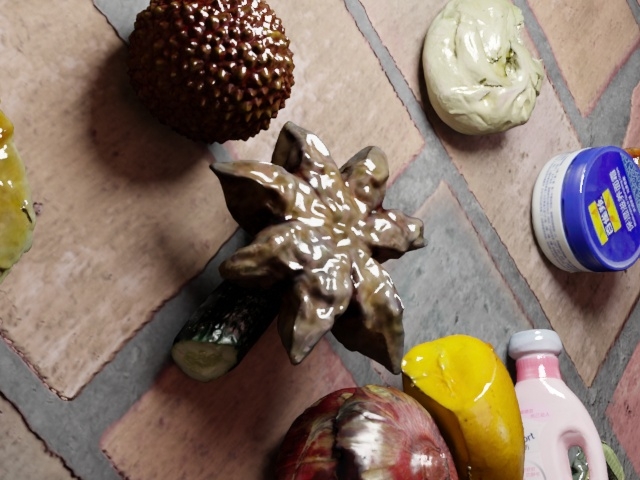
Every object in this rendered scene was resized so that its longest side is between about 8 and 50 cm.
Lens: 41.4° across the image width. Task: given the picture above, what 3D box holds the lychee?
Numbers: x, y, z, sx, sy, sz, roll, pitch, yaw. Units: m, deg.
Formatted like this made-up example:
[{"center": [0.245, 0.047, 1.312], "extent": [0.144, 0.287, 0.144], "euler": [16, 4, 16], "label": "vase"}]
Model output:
[{"center": [-0.113, -0.193, 0.907], "extent": [0.188, 0.188, 0.188], "euler": [5, 81, -40], "label": "lychee"}]

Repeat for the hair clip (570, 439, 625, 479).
[{"center": [0.393, 0.465, 1.314], "extent": [0.138, 0.091, 0.321], "euler": [50, 46, -20], "label": "hair clip"}]

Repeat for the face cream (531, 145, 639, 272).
[{"center": [0.443, -0.049, 1.397], "extent": [0.206, 0.111, 0.206], "euler": [5, 82, -39], "label": "face cream"}]

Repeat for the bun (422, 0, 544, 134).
[{"center": [0.254, -0.264, 1.260], "extent": [0.210, 0.116, 0.237], "euler": [39, 63, -31], "label": "bun"}]

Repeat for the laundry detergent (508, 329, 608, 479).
[{"center": [0.332, 0.299, 1.241], "extent": [0.088, 0.159, 0.335], "euler": [41, 44, -60], "label": "laundry detergent"}]

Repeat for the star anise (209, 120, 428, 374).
[{"center": [0.016, 0.010, 0.945], "extent": [0.315, 0.108, 0.315], "euler": [19, 51, -25], "label": "star anise"}]

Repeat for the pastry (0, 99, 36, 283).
[{"center": [-0.395, -0.049, 0.675], "extent": [0.329, 0.136, 0.330], "euler": [4, 83, -41], "label": "pastry"}]

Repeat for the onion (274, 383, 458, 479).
[{"center": [0.064, 0.289, 0.990], "extent": [0.246, 0.190, 0.246], "euler": [27, 50, -37], "label": "onion"}]

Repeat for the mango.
[{"center": [0.207, 0.257, 1.133], "extent": [0.138, 0.187, 0.257], "euler": [-24, 126, -4], "label": "mango"}]

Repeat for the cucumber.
[{"center": [-0.074, 0.058, 0.976], "extent": [0.074, 0.074, 0.241], "euler": [55, 53, -21], "label": "cucumber"}]

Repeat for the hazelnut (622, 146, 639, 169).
[{"center": [0.578, -0.132, 1.546], "extent": [0.086, 0.086, 0.086], "euler": [5, 81, -40], "label": "hazelnut"}]
